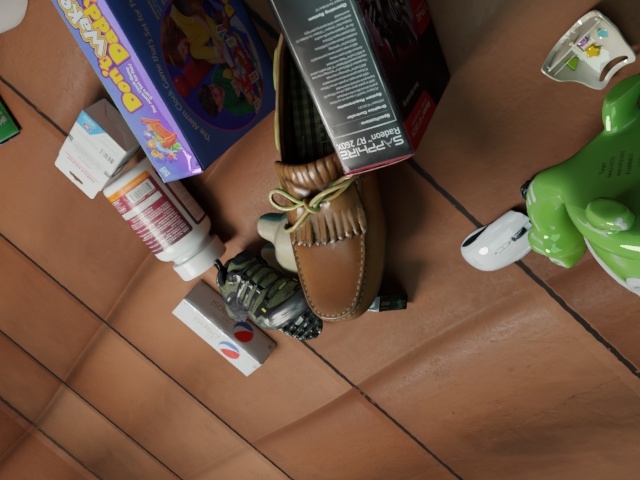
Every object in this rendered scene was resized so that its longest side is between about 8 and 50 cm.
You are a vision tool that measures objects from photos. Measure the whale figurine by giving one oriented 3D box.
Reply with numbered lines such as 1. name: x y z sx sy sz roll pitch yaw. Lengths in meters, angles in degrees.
1. whale figurine: 0.000 0.000 0.963 0.216 0.141 0.272 29 161 -17

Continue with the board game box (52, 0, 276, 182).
1. board game box: -0.197 -0.285 0.759 0.078 0.233 0.347 -9 119 35

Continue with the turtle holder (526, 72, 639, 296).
1. turtle holder: 0.381 -0.023 0.620 0.320 0.243 0.227 -29 124 25

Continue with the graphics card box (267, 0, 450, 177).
1. graphics card box: 0.025 -0.285 0.624 0.094 0.233 0.371 -12 118 30

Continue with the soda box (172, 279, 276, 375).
1. soda box: -0.205 0.188 1.260 0.216 0.069 0.074 41 135 -6

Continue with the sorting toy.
1. sorting toy: 0.306 -0.207 0.660 0.075 0.045 0.083 34 135 -8

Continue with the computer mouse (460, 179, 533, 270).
1. computer mouse: 0.274 -0.004 0.839 0.106 0.042 0.193 40 135 -5

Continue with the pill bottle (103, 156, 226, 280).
1. pill bottle: -0.279 -0.040 1.084 0.121 0.121 0.221 -21 112 40

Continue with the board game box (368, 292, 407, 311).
1. board game box: 0.040 0.099 1.012 0.186 0.126 0.026 3 88 29

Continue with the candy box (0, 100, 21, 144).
1. candy box: -0.796 -0.308 1.175 0.268 0.122 0.317 -5 123 33

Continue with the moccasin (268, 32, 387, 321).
1. moccasin: 0.004 -0.087 0.743 0.139 0.147 0.380 0 91 29

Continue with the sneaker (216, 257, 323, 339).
1. sneaker: -0.091 0.101 1.118 0.234 0.106 0.078 35 101 -18

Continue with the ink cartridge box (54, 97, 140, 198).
1. ink cartridge box: -0.415 -0.167 1.104 0.104 0.060 0.180 45 134 -10

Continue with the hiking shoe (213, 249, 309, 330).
1. hiking shoe: -0.101 0.074 0.944 0.227 0.086 0.114 -6 117 48

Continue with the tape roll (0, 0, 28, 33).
1. tape roll: -0.626 -0.430 0.942 0.246 0.169 0.246 17 132 19
